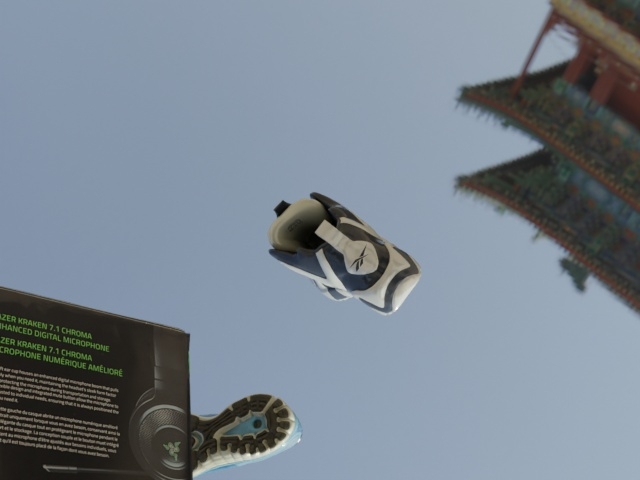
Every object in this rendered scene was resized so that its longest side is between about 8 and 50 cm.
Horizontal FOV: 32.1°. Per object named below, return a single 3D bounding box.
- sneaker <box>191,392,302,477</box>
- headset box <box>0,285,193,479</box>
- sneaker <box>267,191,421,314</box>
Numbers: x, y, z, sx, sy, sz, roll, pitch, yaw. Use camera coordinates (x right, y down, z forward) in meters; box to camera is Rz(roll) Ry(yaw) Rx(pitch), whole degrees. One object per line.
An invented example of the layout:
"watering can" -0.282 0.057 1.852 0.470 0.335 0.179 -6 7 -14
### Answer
"sneaker" -0.088 0.177 0.950 0.162 0.073 0.063 -12 -114 19
"headset box" -0.185 0.189 0.605 0.131 0.246 0.283 17 -128 -35
"sneaker" 0.000 0.000 1.234 0.153 0.094 0.235 39 180 -20
